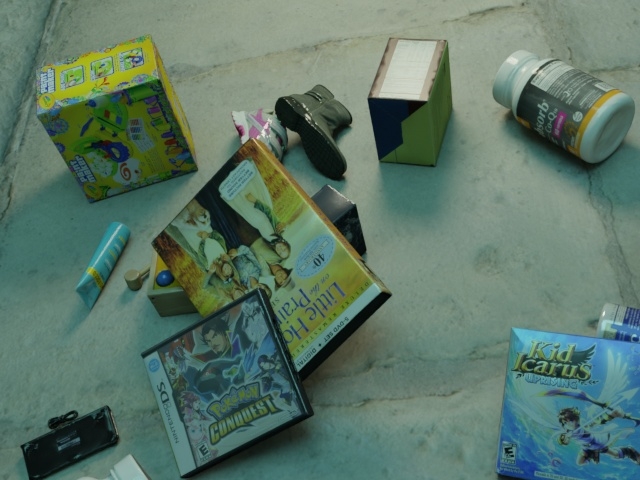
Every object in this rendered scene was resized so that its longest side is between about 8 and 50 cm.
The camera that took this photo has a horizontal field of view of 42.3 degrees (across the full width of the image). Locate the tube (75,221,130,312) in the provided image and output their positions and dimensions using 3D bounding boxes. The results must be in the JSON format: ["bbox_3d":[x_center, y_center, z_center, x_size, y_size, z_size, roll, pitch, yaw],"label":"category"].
[{"bbox_3d":[-0.478,0.051,1.803,0.052,0.080,0.207,1,49,20],"label":"tube"}]

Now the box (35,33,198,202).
[{"bbox_3d":[-0.467,-0.277,1.918,0.279,0.290,0.177,-17,50,-1],"label":"box"}]

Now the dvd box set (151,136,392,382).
[{"bbox_3d":[-0.106,0.052,1.557,0.307,0.062,0.420,-44,64,11],"label":"dvd box set"}]

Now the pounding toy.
[{"bbox_3d":[-0.323,0.059,1.744,0.206,0.094,0.181,-7,51,7],"label":"pounding toy"}]

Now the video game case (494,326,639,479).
[{"bbox_3d":[0.434,0.279,1.350,0.269,0.061,0.244,6,79,17],"label":"video game case"}]

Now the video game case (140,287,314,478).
[{"bbox_3d":[-0.175,0.256,1.487,0.274,0.035,0.248,-30,67,15],"label":"video game case"}]

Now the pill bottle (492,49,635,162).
[{"bbox_3d":[0.518,-0.296,1.784,0.162,0.162,0.278,-38,53,-17],"label":"pill bottle"}]

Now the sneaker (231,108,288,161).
[{"bbox_3d":[-0.127,-0.232,1.923,0.111,0.103,0.252,-21,51,-2],"label":"sneaker"}]

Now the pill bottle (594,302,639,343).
[{"bbox_3d":[0.573,0.181,1.424,0.186,0.112,0.112,13,56,22],"label":"pill bottle"}]

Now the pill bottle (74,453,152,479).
[{"bbox_3d":[-0.405,0.510,1.344,0.334,0.188,0.188,-38,54,-16],"label":"pill bottle"}]

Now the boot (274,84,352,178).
[{"bbox_3d":[0.022,-0.264,1.920,0.161,0.083,0.246,-25,70,-38],"label":"boot"}]

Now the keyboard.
[{"bbox_3d":[-0.480,0.377,1.578,0.180,0.023,0.108,-24,57,-7],"label":"keyboard"}]

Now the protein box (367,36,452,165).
[{"bbox_3d":[0.205,-0.310,1.842,0.135,0.200,0.201,7,54,18],"label":"protein box"}]

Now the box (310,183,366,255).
[{"bbox_3d":[0.000,0.000,1.673,0.156,0.158,0.093,-41,55,-18],"label":"box"}]
